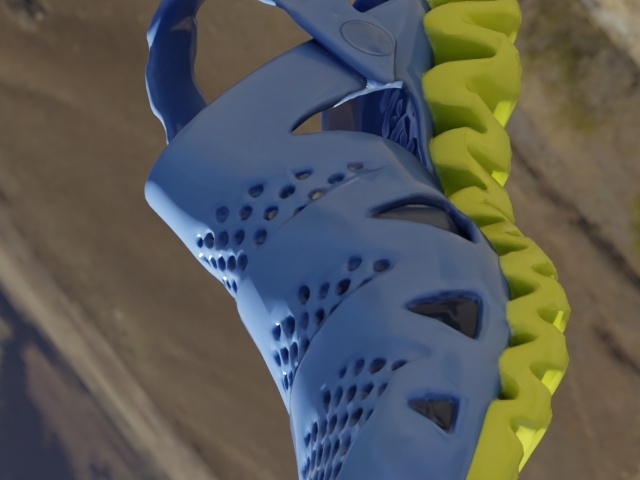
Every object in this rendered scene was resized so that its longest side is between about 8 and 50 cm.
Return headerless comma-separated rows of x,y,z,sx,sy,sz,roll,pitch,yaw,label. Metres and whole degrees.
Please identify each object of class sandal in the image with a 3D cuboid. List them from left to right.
0.000,0.000,0.651,0.138,0.126,0.317,18,-147,-15,sandal
